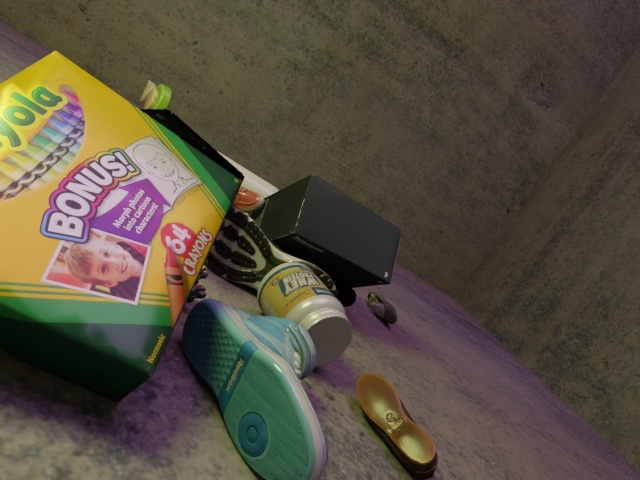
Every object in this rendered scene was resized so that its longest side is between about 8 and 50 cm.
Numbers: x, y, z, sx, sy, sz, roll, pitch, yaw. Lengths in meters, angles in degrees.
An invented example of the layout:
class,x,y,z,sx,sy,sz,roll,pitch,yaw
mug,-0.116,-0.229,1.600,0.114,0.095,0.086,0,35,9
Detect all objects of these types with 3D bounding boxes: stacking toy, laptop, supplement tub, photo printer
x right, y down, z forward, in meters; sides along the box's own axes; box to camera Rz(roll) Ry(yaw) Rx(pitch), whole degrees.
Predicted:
class,x,y,z,sx,sy,sz,roll,pitch,yaw
stacking toy,-0.654,-0.440,1.477,0.130,0.279,0.309,27,7,-44
laptop,-0.307,-0.171,0.986,0.234,0.136,0.264,41,20,-2
supplement tub,-0.035,0.151,0.909,0.144,0.144,0.200,26,11,-38
photo printer,-0.311,-0.171,1.461,0.307,0.107,0.256,32,-25,-11

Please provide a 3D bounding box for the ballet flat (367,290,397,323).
class,x,y,z,sx,sy,sz,roll,pitch,yaw
ballet flat,0.217,0.245,1.583,0.068,0.072,0.213,3,15,-9

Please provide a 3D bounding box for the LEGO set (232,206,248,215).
class,x,y,z,sx,sy,sz,roll,pitch,yaw
LEGO set,-0.283,-0.046,1.200,0.132,0.107,0.287,21,3,10

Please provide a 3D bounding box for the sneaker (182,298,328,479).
class,x,y,z,sx,sy,sz,roll,pitch,yaw
sneaker,-0.050,0.205,0.646,0.208,0.127,0.319,21,16,-48

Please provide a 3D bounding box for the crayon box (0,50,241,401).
class,x,y,z,sx,sy,sz,roll,pitch,yaw
crayon box,-0.299,-0.038,0.552,0.313,0.106,0.363,35,38,-21

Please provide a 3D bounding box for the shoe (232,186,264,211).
class,x,y,z,sx,sy,sz,roll,pitch,yaw
shoe,-0.250,-0.137,1.270,0.178,0.063,0.081,16,-16,34

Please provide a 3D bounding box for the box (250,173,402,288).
class,x,y,z,sx,sy,sz,roll,pitch,yaw
box,0.000,0.000,1.272,0.343,0.179,0.312,29,-24,-29

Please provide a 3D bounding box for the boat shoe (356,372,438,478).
class,x,y,z,sx,sy,sz,roll,pitch,yaw
boat shoe,0.133,0.336,0.793,0.207,0.073,0.073,50,-19,50

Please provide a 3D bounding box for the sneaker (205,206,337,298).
class,x,y,z,sx,sy,sz,roll,pitch,yaw
sneaker,-0.150,0.060,1.112,0.410,0.158,0.182,37,-6,-2

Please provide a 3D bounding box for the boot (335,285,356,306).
class,x,y,z,sx,sy,sz,roll,pitch,yaw
boot,-0.014,0.155,1.277,0.219,0.082,0.106,15,-10,-28

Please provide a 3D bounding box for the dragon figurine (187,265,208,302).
class,x,y,z,sx,sy,sz,roll,pitch,yaw
dragon figurine,-0.314,0.040,0.718,0.289,0.144,0.085,3,27,-33
